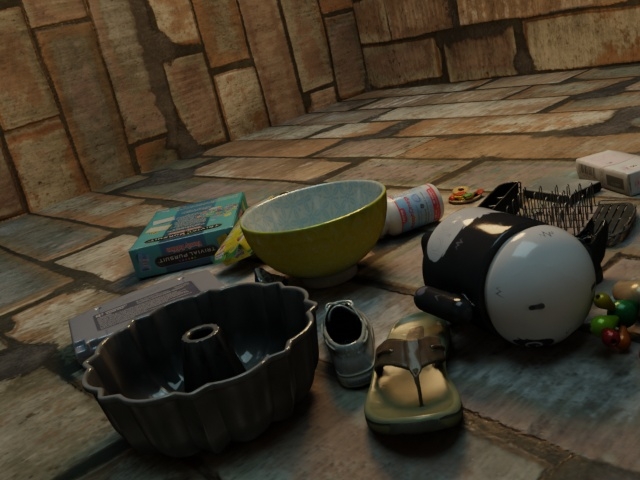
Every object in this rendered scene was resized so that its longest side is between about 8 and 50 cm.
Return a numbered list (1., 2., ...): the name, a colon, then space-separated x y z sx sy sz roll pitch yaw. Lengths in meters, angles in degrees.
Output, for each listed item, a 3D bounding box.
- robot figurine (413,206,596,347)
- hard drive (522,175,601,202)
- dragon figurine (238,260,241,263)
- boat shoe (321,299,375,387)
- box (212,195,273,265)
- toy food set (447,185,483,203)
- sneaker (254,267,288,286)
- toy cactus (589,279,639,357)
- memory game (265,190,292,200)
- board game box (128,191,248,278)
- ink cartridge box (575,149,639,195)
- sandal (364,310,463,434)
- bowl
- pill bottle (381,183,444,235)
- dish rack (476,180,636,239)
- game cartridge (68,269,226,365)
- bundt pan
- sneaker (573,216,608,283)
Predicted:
1. robot figurine: 0.257 0.049 0.976 0.209 0.173 0.278 -58 27 -4
2. hard drive: 0.523 -0.112 1.484 0.094 0.022 0.135 -23 20 -25
3. dragon figurine: -0.048 -0.014 1.512 0.289 0.085 0.144 -17 18 -9
4. boat shoe: 0.041 0.131 1.023 0.079 0.081 0.227 -14 18 -1
5. box: -0.165 -0.013 1.520 0.105 0.043 0.179 -22 28 47
6. toy food set: 0.341 -0.108 1.610 0.082 0.020 0.083 2 24 40
7. sneaker: -0.092 0.088 1.317 0.058 0.052 0.135 -9 23 -17
8. toy cactus: 0.437 0.077 0.891 0.218 0.112 0.180 -24 9 -3
9. memory game: -0.058 -0.073 1.618 0.186 0.012 0.186 -3 -24 -1
10. board game box: -0.321 -0.021 1.745 0.253 0.079 0.336 -13 18 3
11. ink cartridge box: 0.705 -0.168 1.469 0.232 0.066 0.189 -21 19 -7
12. sandal: 0.114 0.155 0.890 0.120 0.086 0.303 -11 18 10
13. bowl: 0.000 0.000 1.323 0.289 0.156 0.289 -12 18 4
14. pill bottle: 0.181 -0.062 1.485 0.160 0.087 0.087 -20 19 -16
15. dish rack: 0.445 -0.054 1.291 0.271 0.074 0.208 -1 23 34
16. game cartridge: -0.330 0.141 1.317 0.294 0.060 0.196 -20 23 -18
17. bundt pan: -0.152 0.181 0.950 0.330 0.124 0.331 -12 18 4
18. sneaker: 0.386 0.034 1.043 0.170 0.089 0.051 -25 21 -32
